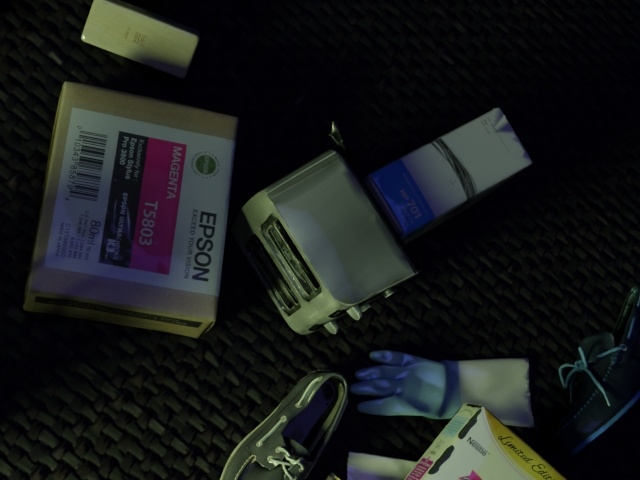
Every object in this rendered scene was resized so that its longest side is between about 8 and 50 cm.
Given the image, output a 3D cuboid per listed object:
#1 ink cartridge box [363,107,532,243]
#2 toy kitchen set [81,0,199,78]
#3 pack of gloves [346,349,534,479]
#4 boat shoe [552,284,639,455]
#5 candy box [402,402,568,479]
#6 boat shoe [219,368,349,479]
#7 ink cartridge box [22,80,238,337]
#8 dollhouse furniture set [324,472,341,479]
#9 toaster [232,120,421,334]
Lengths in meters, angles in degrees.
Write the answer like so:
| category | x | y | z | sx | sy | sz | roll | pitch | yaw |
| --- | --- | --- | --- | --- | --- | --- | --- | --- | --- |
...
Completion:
| category | x | y | z | sx | sy | sz | roll | pitch | yaw |
| --- | --- | --- | --- | --- | --- | --- | --- | --- | --- |
| ink cartridge box | 0.122 | -0.059 | 1.214 | 0.190 | 0.139 | 0.082 | -27 | 83 | -24 |
| toy kitchen set | -0.176 | -0.316 | 1.233 | 0.122 | 0.166 | 0.207 | 20 | 105 | -12 |
| pack of gloves | 0.145 | 0.219 | 1.192 | 0.232 | 0.046 | 0.195 | 5 | 74 | -18 |
| boat shoe | 0.335 | 0.149 | 1.261 | 0.089 | 0.109 | 0.258 | 45 | 49 | 6 |
| candy box | 0.148 | 0.310 | 1.124 | 0.159 | 0.071 | 0.233 | 41 | 79 | -4 |
| boat shoe | -0.038 | 0.217 | 1.118 | 0.075 | 0.065 | 0.206 | 39 | 66 | -5 |
| ink cartridge box | -0.196 | -0.031 | 1.126 | 0.193 | 0.088 | 0.235 | 9 | 71 | -15 |
| dollhouse furniture set | -0.013 | 0.315 | 1.104 | 0.151 | 0.076 | 0.059 | -28 | 129 | -34 |
| toaster | 0.000 | 0.000 | 1.139 | 0.110 | 0.168 | 0.186 | -31 | 86 | -23 |
